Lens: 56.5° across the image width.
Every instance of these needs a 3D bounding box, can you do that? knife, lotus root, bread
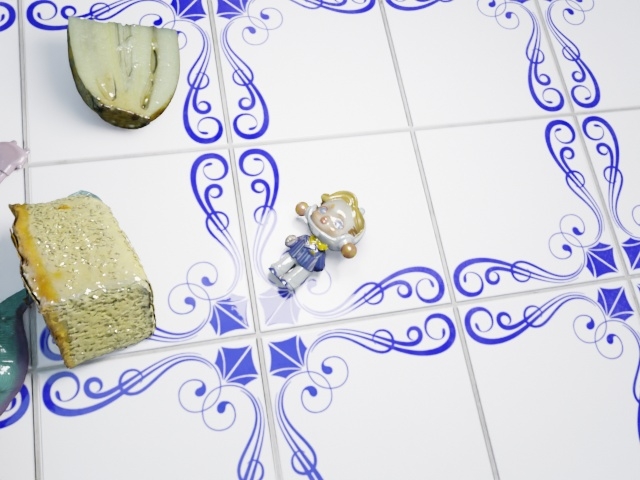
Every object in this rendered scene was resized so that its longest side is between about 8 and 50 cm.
[{"bbox_3d":[-0.840,-0.083,1.392,0.132,0.038,0.399,31,70,0],"label":"knife"},{"bbox_3d":[-0.486,-0.399,1.497,0.267,0.149,0.260,-4,76,-29],"label":"lotus root"},{"bbox_3d":[-0.532,0.087,1.323,0.248,0.279,0.315,-18,44,-24],"label":"bread"}]

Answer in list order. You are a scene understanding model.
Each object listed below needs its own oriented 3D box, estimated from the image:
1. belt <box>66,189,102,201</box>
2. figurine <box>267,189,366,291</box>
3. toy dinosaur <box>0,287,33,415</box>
[{"bbox_3d":[-0.555,-0.052,1.413,0.105,0.058,0.140,-21,76,-18],"label":"belt"},{"bbox_3d":[0.005,0.009,1.448,0.193,0.133,0.274,18,75,22],"label":"figurine"},{"bbox_3d":[-0.644,0.241,1.294,0.330,0.129,0.383,-15,76,-22],"label":"toy dinosaur"}]
